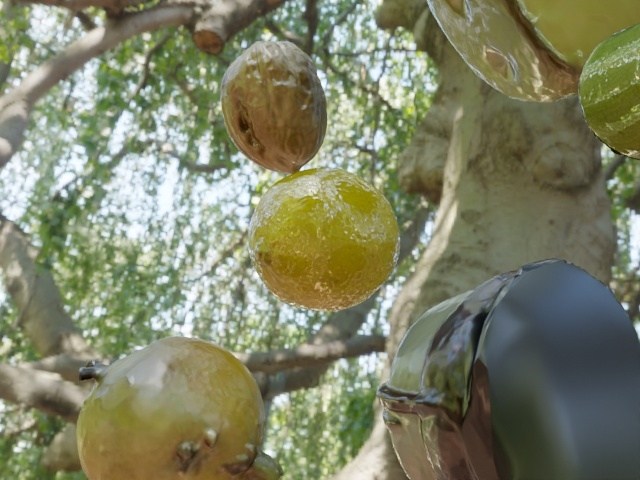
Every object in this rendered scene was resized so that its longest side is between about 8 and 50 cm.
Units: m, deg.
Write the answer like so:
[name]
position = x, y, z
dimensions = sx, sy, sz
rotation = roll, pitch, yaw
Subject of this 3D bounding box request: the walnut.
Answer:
[walnut]
position = -0.060, -0.180, 1.109
dimensions = 0.155, 0.184, 0.155
rotation = -11, 3, 1

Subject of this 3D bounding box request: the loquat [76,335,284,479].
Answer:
[loquat]
position = -0.127, 0.173, 0.737
dimensions = 0.205, 0.172, 0.149
rotation = 24, -59, 13

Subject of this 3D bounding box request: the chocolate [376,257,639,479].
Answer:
[chocolate]
position = 0.176, 0.166, 0.780
dimensions = 0.284, 0.283, 0.186
rotation = 26, -28, -35

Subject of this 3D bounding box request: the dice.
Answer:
[dice]
position = 0.276, -0.321, 0.957
dimensions = 0.233, 0.238, 0.227
rotation = 51, -4, -19

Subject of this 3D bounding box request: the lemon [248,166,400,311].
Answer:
[lemon]
position = 0.000, 0.000, 0.968
dimensions = 0.203, 0.178, 0.178
rotation = -12, -9, -41

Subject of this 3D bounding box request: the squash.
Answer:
[squash]
position = 0.204, -0.105, 0.423
dimensions = 0.094, 0.094, 0.224
rotation = 4, -4, 7
